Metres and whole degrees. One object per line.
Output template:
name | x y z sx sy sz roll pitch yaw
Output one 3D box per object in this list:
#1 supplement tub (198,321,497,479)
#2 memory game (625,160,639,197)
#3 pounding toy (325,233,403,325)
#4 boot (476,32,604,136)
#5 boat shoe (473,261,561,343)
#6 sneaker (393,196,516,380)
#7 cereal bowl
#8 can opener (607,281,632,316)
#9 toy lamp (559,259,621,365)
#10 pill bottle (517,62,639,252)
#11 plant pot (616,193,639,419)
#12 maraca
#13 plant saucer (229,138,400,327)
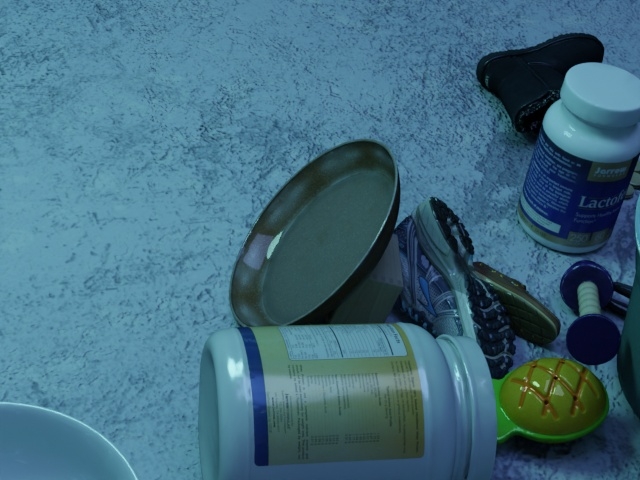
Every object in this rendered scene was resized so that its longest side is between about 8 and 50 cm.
supplement tub | 0.026 0.211 1.547 0.316 0.228 0.228 0 41 -13
memory game | 0.447 -0.124 2.200 0.186 0.012 0.186 6 40 -5
pounding toy | 0.040 0.051 1.832 0.100 0.130 0.141 14 38 -14
boot | 0.412 -0.263 2.284 0.246 0.094 0.207 -11 37 -14
boat shoe | 0.270 0.080 1.880 0.178 0.064 0.060 33 47 29
sneaker | 0.174 0.087 1.839 0.110 0.122 0.283 18 46 -49
cereal bowl | -0.347 0.337 1.389 0.339 0.141 0.339 5 40 -5
can opener | 0.496 0.112 1.908 0.186 0.073 0.059 19 79 15
toy lamp | 0.368 0.090 1.827 0.080 0.080 0.275 15 18 6
pill bottle | 0.395 -0.124 1.991 0.153 0.265 0.153 5 40 -5
plant pot | 0.529 0.091 1.670 0.341 0.334 0.341 1 56 -2
maraca | 0.278 0.208 1.705 0.185 0.099 0.127 -8 43 -6
plant saucer | 0.000 0.000 1.797 0.050 0.310 0.310 38 29 -30
